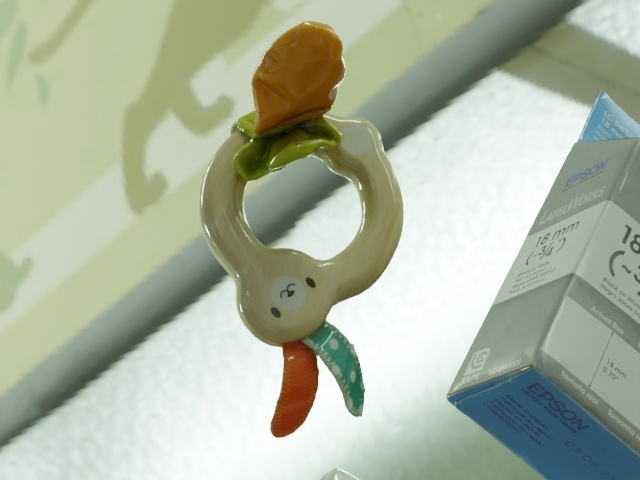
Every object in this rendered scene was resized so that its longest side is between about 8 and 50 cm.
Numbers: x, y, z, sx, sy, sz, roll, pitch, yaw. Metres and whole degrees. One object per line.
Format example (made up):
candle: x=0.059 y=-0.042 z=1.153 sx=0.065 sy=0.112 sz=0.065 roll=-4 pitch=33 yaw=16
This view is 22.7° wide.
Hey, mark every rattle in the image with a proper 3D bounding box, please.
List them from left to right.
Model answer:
rattle: x=0.000 y=0.000 z=0.918 sx=0.130 sy=0.199 sz=0.143 roll=15 pitch=-25 yaw=-23

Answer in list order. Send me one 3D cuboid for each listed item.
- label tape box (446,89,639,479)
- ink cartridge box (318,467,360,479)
label tape box: x=0.268 y=0.051 z=1.186 sx=0.240 sy=0.333 sz=0.106 roll=40 pitch=-35 yaw=-13
ink cartridge box: x=0.044 y=0.166 z=0.329 sx=0.203 sy=0.148 sz=0.086 roll=32 pitch=-43 yaw=-13
